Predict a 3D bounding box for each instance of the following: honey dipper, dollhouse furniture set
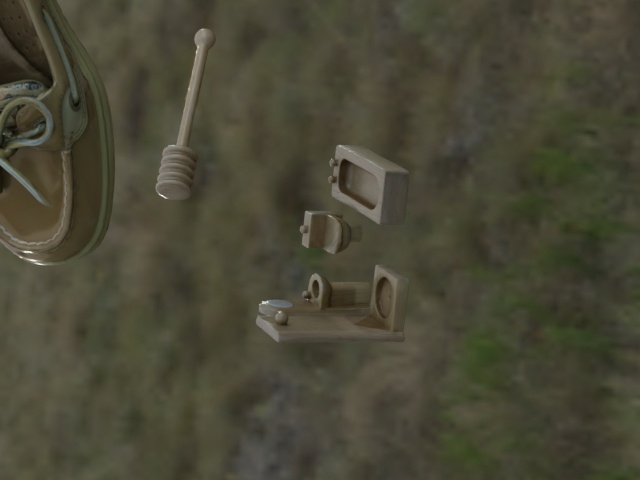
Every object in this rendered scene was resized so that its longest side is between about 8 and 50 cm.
[{"bbox_3d":[-0.110,-0.109,1.601,0.030,0.030,0.161,119,162,-60],"label":"honey dipper"},{"bbox_3d":[0.000,0.000,1.750,0.144,0.123,0.151,-146,59,-63],"label":"dollhouse furniture set"}]

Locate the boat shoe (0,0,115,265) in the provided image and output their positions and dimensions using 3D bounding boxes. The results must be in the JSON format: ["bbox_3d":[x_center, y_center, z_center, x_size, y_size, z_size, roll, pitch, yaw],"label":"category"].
[{"bbox_3d":[-0.197,-0.115,1.118,0.089,0.104,0.285,-48,-56,-69],"label":"boat shoe"}]
